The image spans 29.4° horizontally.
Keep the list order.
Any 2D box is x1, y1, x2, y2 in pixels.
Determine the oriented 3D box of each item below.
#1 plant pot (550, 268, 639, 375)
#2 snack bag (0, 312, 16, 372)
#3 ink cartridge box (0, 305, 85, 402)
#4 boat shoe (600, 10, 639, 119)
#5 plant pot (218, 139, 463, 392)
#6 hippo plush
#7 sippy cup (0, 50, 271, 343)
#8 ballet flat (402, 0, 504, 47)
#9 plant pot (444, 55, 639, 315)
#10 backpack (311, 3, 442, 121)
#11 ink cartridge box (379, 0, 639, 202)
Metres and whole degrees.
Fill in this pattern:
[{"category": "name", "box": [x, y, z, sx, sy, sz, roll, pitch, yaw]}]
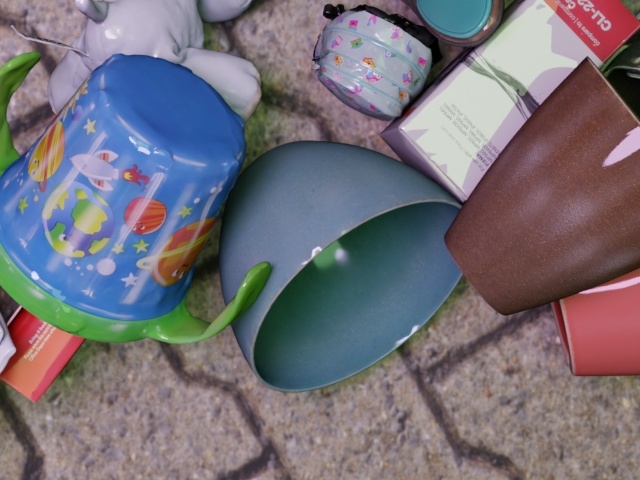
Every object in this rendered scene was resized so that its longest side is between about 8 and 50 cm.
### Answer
[{"category": "plant pot", "box": [0.385, 0.036, 1.396, 0.243, 0.275, 0.275, -13, 95, 6]}, {"category": "snack bag", "box": [-0.483, 0.136, 1.311, 0.342, 0.323, 0.037, -46, 133, 7]}, {"category": "ink cartridge box", "box": [-0.297, 0.095, 1.347, 0.078, 0.231, 0.134, 36, 91, -6]}, {"category": "boat shoe", "box": [0.382, -0.175, 1.440, 0.121, 0.119, 0.335, 40, 90, -6]}, {"category": "plant pot", "box": [0.000, 0.000, 1.368, 0.290, 0.290, 0.195, -37, 59, -1]}, {"category": "hippo plush", "box": [-0.196, -0.258, 1.361, 0.294, 0.234, 0.237, 29, 60, -40]}, {"category": "sippy cup", "box": [-0.193, -0.056, 1.216, 0.305, 0.240, 0.224, 22, 125, -23]}, {"category": "ballet flat", "box": [0.139, -0.284, 1.356, 0.096, 0.280, 0.095, 27, 109, -42]}, {"category": "plant pot", "box": [0.249, -0.031, 1.248, 0.230, 0.215, 0.215, -39, 96, 15]}, {"category": "backpack", "box": [0.063, -0.201, 1.382, 0.152, 0.182, 0.115, 22, 92, -6]}, {"category": "ink cartridge box", "box": [0.206, -0.177, 1.387, 0.114, 0.197, 0.273, 44, 89, -4]}]
